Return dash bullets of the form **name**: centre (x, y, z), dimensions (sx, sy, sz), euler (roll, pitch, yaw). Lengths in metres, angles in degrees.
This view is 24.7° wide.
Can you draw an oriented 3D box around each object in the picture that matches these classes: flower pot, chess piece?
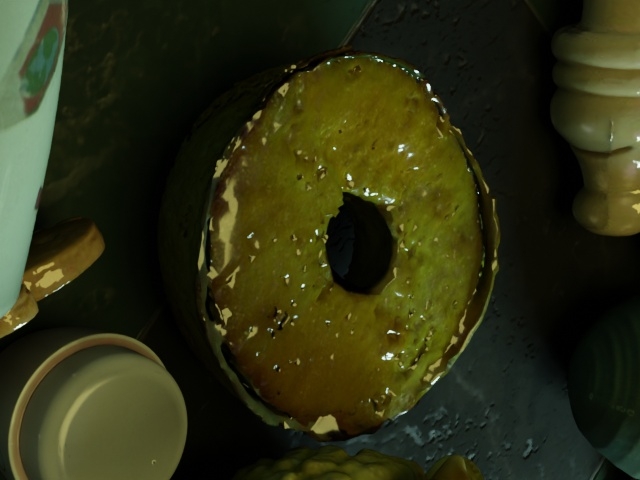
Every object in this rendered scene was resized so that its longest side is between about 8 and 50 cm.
- **flower pot**: centre (0.329, 0.127, 1.238), dimensions (0.243, 0.189, 0.157), euler (6, 109, -13)
- **chess piece**: centre (0.251, -0.152, 1.165), dimensions (0.139, 0.124, 0.307), euler (-9, 109, -22)

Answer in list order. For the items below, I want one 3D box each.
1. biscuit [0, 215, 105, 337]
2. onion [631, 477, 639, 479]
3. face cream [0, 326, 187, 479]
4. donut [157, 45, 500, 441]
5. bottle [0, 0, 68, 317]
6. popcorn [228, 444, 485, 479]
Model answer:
- **biscuit**: centre (-0.195, 0.033, 0.830), dimensions (0.184, 0.133, 0.027), euler (-35, 107, -29)
- **onion**: centre (0.352, 0.241, 1.358), dimensions (0.140, 0.150, 0.150), euler (-69, 145, -57)
- **face cream**: centre (-0.149, 0.111, 0.905), dimensions (0.117, 0.104, 0.117), euler (-10, 106, -39)
- **donut**: centre (0.000, 0.000, 1.001), dimensions (0.272, 0.107, 0.272), euler (-10, 107, -37)
- **bottle**: centre (-0.223, -0.150, 0.698), dimensions (0.229, 0.229, 0.352), euler (3, 106, -40)
- **popcorn**: centre (0.021, 0.254, 0.995), dimensions (0.258, 0.224, 0.270), euler (-9, 137, -23)
